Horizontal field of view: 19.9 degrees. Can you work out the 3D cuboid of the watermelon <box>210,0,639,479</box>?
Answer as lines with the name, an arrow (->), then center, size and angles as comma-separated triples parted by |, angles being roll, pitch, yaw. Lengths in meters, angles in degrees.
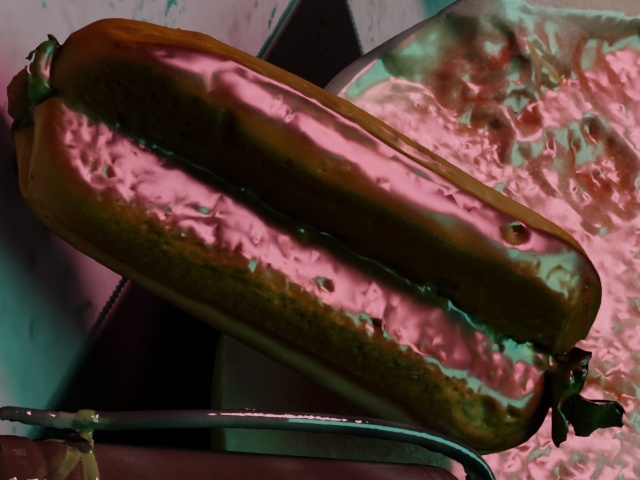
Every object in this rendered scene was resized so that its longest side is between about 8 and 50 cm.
watermelon -> 0.081, 0.032, 0.631 | 0.305, 0.180, 0.224 | -52, 142, -32

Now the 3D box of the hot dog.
hot dog -> 0.000, 0.000, 0.500 | 0.072, 0.188, 0.055 | -61, -167, -5

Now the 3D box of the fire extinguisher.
fire extinguisher -> -0.012, 0.075, 0.469 | 0.158, 0.043, 0.064 | 7, 95, -26
